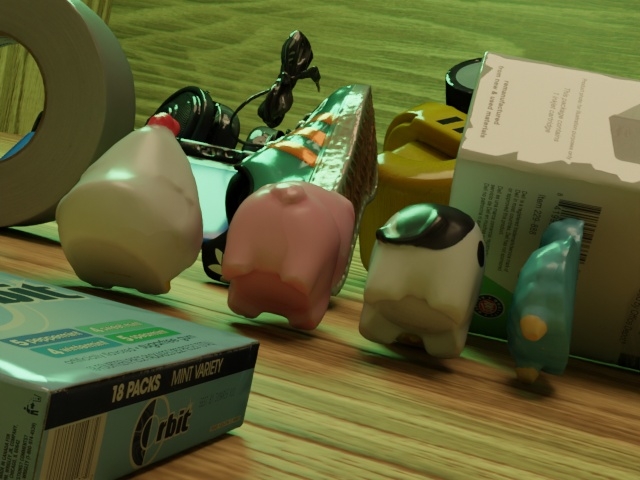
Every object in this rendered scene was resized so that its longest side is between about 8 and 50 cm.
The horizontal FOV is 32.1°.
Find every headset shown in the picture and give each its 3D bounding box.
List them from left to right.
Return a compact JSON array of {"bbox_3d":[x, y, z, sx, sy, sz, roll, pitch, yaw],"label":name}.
[{"bbox_3d":[-0.104,-0.132,1.463,0.243,0.185,0.394,22,-17,-12],"label":"headset"}]

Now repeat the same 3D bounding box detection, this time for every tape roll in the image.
[{"bbox_3d":[-0.274,-0.120,0.961,0.219,0.219,0.072,12,4,10],"label":"tape roll"}]

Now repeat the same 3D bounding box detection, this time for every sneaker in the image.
[{"bbox_3d":[-0.020,-0.057,0.991,0.121,0.108,0.302,1,31,14],"label":"sneaker"}]

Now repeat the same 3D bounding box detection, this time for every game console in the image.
[{"bbox_3d":[-0.214,-0.036,1.309,0.293,0.173,0.250,13,-27,9],"label":"game console"}]

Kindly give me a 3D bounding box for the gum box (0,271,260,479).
[{"bbox_3d":[-0.138,0.040,0.414,0.184,0.041,0.157,14,5,18],"label":"gum box"}]

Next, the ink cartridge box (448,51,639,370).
[{"bbox_3d":[0.244,-0.005,0.851,0.289,0.121,0.211,13,-38,8],"label":"ink cartridge box"}]

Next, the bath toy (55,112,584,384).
[{"bbox_3d":[0.000,0.000,0.753,0.348,0.129,0.151,13,-30,5],"label":"bath toy"}]

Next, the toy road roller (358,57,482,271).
[{"bbox_3d":[0.185,-0.028,1.142,0.240,0.202,0.329,-27,41,-29],"label":"toy road roller"}]
